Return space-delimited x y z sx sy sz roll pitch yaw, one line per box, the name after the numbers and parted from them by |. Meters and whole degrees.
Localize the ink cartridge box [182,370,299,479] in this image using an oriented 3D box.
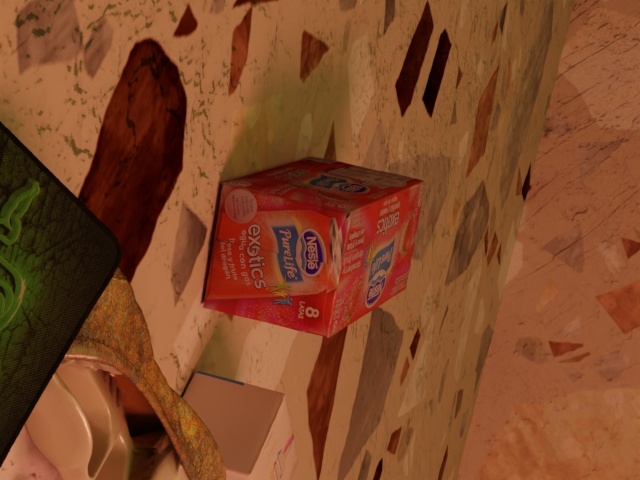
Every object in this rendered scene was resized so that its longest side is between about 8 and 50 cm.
-0.081 0.204 1.380 0.143 0.092 0.090 82 26 -52 | ink cartridge box

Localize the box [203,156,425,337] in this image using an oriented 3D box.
0.000 0.000 1.425 0.257 0.128 0.123 -25 126 -69 | box

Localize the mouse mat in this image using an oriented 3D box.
-0.203 0.024 0.870 0.152 0.007 0.190 47 51 -28 | mouse mat

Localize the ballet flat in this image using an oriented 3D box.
-0.152 0.137 1.051 0.349 0.123 0.123 74 33 -49 | ballet flat
